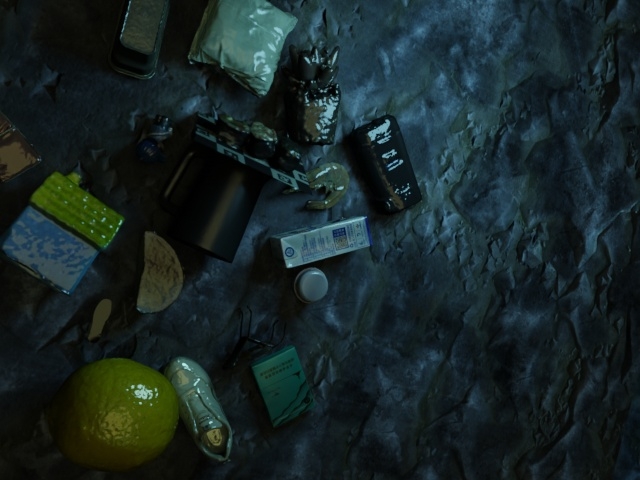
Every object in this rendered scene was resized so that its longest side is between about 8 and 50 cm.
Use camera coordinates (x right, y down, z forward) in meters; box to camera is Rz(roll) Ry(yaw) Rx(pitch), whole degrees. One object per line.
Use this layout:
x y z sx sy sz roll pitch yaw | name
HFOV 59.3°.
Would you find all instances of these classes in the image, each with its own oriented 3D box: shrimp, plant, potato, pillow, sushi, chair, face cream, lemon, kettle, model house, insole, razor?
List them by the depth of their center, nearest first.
-0.879 -0.275 1.518 0.126 0.043 0.233 -42 108 -16 | pillow
-0.700 -0.026 1.521 0.237 0.215 0.303 37 76 -19 | model house
-0.561 0.478 1.551 0.335 0.336 0.337 -1 94 -22 | lemon
-0.175 -0.304 1.662 0.372 0.296 0.100 24 112 -20 | sushi
-0.652 0.237 1.662 0.044 0.002 0.135 18 86 -21 | insole
-0.479 0.097 1.675 0.138 0.098 0.244 8 84 -26 | potato
-0.321 -0.116 1.702 0.203 0.262 0.308 37 73 -56 | kettle
-0.233 -0.618 1.709 0.283 0.138 0.310 21 82 -22 | pillow
-0.213 0.321 1.763 0.149 0.174 0.213 26 73 -17 | chair
-0.018 -0.463 1.788 0.193 0.181 0.321 -1 98 -22 | plant
-0.038 0.146 1.853 0.117 0.104 0.117 -2 95 -22 | face cream
-0.012 -0.166 1.873 0.254 0.059 0.145 -31 114 -23 | shrimp
0.228 -0.254 1.935 0.189 0.107 0.327 -27 104 -19 | razor

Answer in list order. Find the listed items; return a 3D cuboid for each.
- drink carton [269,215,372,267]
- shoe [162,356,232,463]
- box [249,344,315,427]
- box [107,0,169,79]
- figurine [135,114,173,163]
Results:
0.000 0.000 1.846 0.314 0.130 0.107 -14 97 -20 | drink carton
-0.354 0.511 1.688 0.132 0.210 0.342 -28 103 -18 | shoe
-0.125 0.484 1.871 0.160 0.042 0.227 -23 101 -18 | box
-0.504 -0.608 1.578 0.138 0.178 0.275 12 88 -22 | box
-0.484 -0.296 1.662 0.086 0.087 0.149 17 85 15 | figurine
